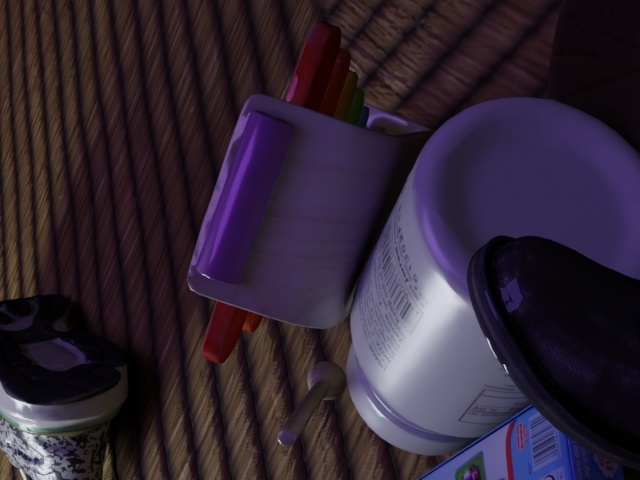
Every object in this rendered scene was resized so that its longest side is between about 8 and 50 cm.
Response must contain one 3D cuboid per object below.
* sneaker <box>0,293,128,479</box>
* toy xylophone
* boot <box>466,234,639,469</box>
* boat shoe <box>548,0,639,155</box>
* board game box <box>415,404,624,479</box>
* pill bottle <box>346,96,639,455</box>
[{"bbox_3d":[-0.319,0.171,1.329,0.410,0.158,0.182,-155,63,-62],"label":"sneaker"},{"bbox_3d":[0.000,0.000,0.808,0.323,0.081,0.236,13,-83,-81],"label":"toy xylophone"},{"bbox_3d":[0.214,0.010,0.468,0.229,0.263,0.091,-56,11,39],"label":"boot"},{"bbox_3d":[0.198,-0.176,0.606,0.109,0.098,0.302,45,136,43],"label":"boat shoe"},{"bbox_3d":[0.084,0.193,0.663,0.211,0.039,0.160,-44,39,46],"label":"board game box"},{"bbox_3d":[0.087,0.035,0.689,0.229,0.131,0.131,112,156,-60],"label":"pill bottle"}]
